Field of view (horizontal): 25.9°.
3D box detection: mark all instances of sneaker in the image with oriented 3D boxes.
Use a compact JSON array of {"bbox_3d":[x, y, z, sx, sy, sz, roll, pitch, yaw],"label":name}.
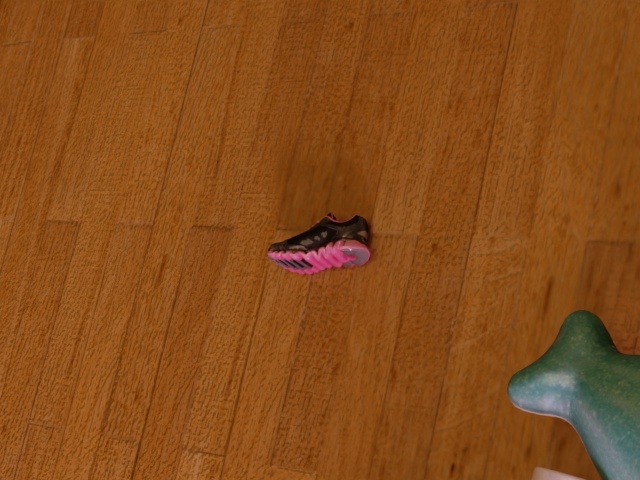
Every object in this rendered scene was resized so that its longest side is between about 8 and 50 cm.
[{"bbox_3d":[0.000,0.000,1.447,0.119,0.047,0.057,-7,62,28],"label":"sneaker"}]

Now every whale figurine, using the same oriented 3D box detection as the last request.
[{"bbox_3d":[0.272,0.146,1.075,0.216,0.141,0.272,-44,59,-14],"label":"whale figurine"}]

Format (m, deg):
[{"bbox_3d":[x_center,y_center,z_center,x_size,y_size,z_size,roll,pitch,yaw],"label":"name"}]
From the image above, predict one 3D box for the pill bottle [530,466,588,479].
[{"bbox_3d":[0.188,0.286,1.146,0.103,0.103,0.184,9,79,39],"label":"pill bottle"}]
